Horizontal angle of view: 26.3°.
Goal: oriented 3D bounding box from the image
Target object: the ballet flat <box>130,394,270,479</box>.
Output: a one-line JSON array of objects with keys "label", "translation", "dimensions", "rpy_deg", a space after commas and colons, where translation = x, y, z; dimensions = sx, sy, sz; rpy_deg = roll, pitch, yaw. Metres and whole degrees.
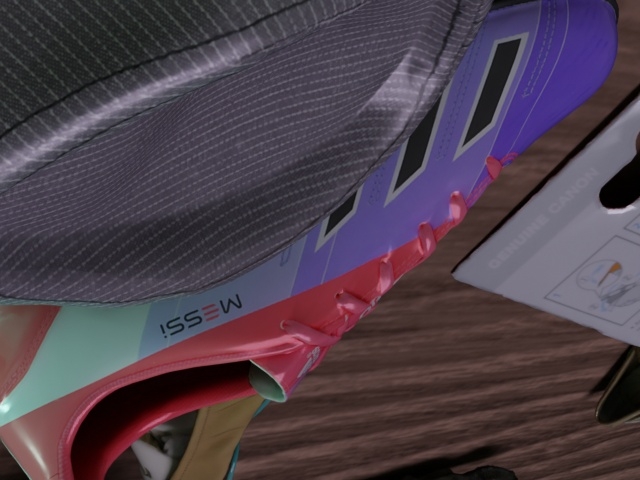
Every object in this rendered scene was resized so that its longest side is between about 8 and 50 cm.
[{"label": "ballet flat", "translation": [-0.067, 0.083, 0.737], "dimensions": [0.073, 0.080, 0.232], "rpy_deg": [14, 135, -14]}]

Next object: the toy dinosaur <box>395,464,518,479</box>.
[{"label": "toy dinosaur", "translation": [0.048, 0.228, 1.087], "dimensions": [0.268, 0.064, 0.118], "rpy_deg": [-1, 135, -38]}]

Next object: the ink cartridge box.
[{"label": "ink cartridge box", "translation": [0.306, -0.048, 0.866], "dimensions": [0.385, 0.091, 0.308], "rpy_deg": [18, 130, -33]}]

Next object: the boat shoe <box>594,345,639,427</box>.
[{"label": "boat shoe", "translation": [0.259, 0.105, 1.076], "dimensions": [0.048, 0.056, 0.153], "rpy_deg": [-23, 160, -21]}]

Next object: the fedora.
[{"label": "fedora", "translation": [-0.054, -0.063, 0.382], "dimensions": [0.275, 0.124, 0.243], "rpy_deg": [-19, 155, -36]}]

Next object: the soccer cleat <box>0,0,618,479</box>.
[{"label": "soccer cleat", "translation": [0.000, 0.000, 0.584], "dimensions": [0.318, 0.116, 0.108], "rpy_deg": [-29, 153, 1]}]
